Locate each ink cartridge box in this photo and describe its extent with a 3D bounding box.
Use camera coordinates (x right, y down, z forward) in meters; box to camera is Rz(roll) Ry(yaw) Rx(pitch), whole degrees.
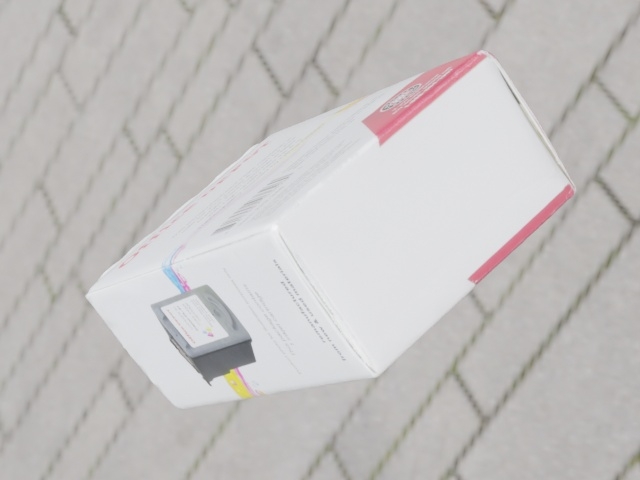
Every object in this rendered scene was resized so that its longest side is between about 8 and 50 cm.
[{"bbox_3d":[0.000,0.000,1.319,0.226,0.131,0.306,-41,11,-28],"label":"ink cartridge box"}]
